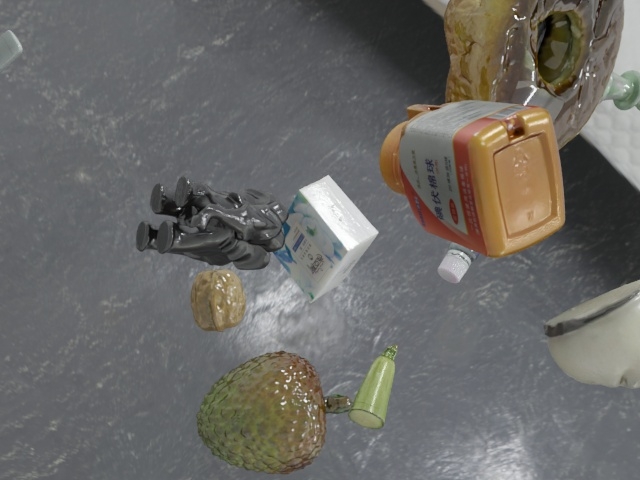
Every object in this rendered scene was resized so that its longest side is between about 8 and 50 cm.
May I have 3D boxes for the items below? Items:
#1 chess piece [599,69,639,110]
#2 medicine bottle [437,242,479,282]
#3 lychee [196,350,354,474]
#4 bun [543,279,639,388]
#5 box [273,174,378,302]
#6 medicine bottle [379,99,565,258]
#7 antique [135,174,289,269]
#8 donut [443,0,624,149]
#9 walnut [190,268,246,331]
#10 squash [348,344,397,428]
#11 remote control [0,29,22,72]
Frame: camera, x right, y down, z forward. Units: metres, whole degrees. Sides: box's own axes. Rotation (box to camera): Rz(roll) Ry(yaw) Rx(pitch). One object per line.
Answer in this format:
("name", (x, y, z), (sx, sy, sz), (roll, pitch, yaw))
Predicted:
("chess piece", (0.592, -0.299, 1.323), (0.272, 0.139, 0.139), (6, 67, -19))
("medicine bottle", (0.396, 0.020, 1.831), (0.083, 0.083, 0.203), (37, 72, 3))
("lychee", (-0.042, 0.159, 0.624), (0.147, 0.114, 0.114), (-7, 70, 1))
("bun", (0.388, 0.128, 0.864), (0.173, 0.173, 0.119), (-24, 80, -21))
("box", (-0.002, 0.001, 1.735), (0.116, 0.274, 0.203), (-29, 73, -36))
("medicine bottle", (0.166, -0.082, 0.787), (0.112, 0.222, 0.149), (-23, 112, -18))
("antique", (-0.231, -0.037, 1.470), (0.255, 0.322, 0.185), (12, 80, -31))
("donut", (0.308, -0.293, 1.006), (0.330, 0.329, 0.160), (-36, 38, -24))
("walnut", (-0.150, 0.089, 0.982), (0.079, 0.082, 0.096), (-6, 100, -3))
("squash", (0.152, 0.363, 1.714), (0.094, 0.094, 0.224), (27, 60, -2))
("remote control", (-0.626, -0.316, 1.250), (0.184, 0.027, 0.049), (-35, 79, 13))
